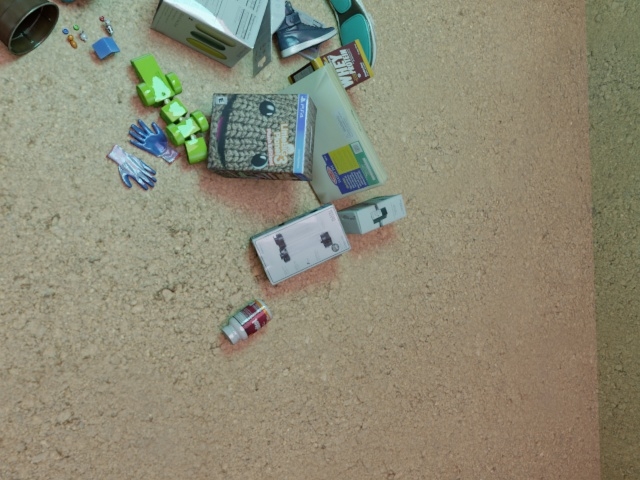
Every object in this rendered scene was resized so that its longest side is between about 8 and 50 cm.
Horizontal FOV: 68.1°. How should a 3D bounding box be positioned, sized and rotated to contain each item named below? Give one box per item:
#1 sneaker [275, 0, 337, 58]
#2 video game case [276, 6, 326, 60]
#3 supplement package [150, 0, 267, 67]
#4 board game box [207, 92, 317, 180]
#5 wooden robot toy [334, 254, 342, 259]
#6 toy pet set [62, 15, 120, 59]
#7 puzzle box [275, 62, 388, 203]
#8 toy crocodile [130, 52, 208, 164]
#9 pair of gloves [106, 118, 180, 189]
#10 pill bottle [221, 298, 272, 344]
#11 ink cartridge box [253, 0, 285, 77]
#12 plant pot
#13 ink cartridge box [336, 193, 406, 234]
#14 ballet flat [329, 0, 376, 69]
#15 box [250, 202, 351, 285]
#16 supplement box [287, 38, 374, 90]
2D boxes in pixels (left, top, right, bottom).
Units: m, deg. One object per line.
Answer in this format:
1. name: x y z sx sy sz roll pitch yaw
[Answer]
1. sneaker: -0.057 -0.723 1.576 0.226 0.086 0.163 -30 108 -24
2. video game case: -0.065 -0.713 1.633 0.157 0.019 0.143 16 84 -29
3. supplement package: -0.322 -0.679 1.386 0.263 0.199 0.197 19 82 -28
4. board game box: -0.171 -0.308 1.427 0.291 0.141 0.231 3 89 10
5. wooden robot toy: 0.000 0.000 1.667 0.079 0.076 0.173 -32 105 13
6. toy pet set: -0.619 -0.558 1.300 0.122 0.065 0.114 -36 107 -23
7. puzzle box: 0.020 -0.330 1.546 0.052 0.272 0.408 -45 113 -44
8. toy crocodile: -0.438 -0.384 1.393 0.115 0.105 0.340 -38 103 -23
9. pair of gloves: -0.519 -0.248 1.386 0.159 0.023 0.198 42 71 -23
10. pill bottle: -0.236 0.263 1.514 0.152 0.086 0.086 -37 108 -23
11. ink cartridge box: -0.164 -0.646 1.486 0.056 0.181 0.224 -3 92 -26
12. plant pot: -0.775 -0.581 1.167 0.165 0.167 0.167 42 71 -16
13. ink cartridge box: 0.177 -0.093 1.702 0.209 0.153 0.086 -21 102 -26
14. ballet flat: 0.122 -0.803 1.684 0.139 0.139 0.400 -32 105 -25
15. box: -0.067 0.008 1.558 0.290 0.087 0.169 -26 103 -8
16. supplement box: 0.032 -0.551 1.589 0.191 0.194 0.129 -34 107 -24
